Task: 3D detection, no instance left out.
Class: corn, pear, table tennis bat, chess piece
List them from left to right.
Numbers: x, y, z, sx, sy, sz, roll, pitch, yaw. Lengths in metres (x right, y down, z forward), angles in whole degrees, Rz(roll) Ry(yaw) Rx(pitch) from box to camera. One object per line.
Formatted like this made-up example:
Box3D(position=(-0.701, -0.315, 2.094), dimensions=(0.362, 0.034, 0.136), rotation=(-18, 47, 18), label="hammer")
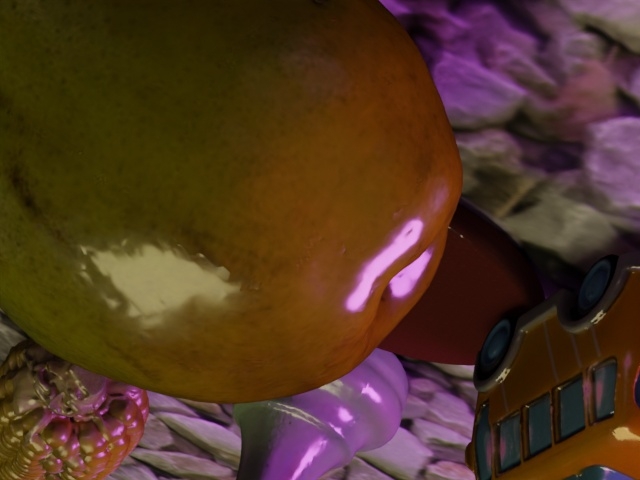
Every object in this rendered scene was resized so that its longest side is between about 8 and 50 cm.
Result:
Box3D(position=(-0.228, 0.159, 1.583), dimensions=(0.130, 0.130, 0.347), rotation=(29, 155, -6), label="corn")
Box3D(position=(-0.079, -0.051, 0.981), dimensions=(0.307, 0.253, 0.253), rotation=(30, 152, 6), label="pear")
Box3D(position=(-0.042, 0.189, 1.325), dimensions=(0.139, 0.271, 0.139), rotation=(18, 150, 11), label="chess piece")
Box3D(position=(0.000, 0.000, 1.217), dimensions=(0.310, 0.038, 0.200), rotation=(27, 150, -4), label="table tennis bat")

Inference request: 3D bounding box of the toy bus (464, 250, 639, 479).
Box3D(position=(0.175, 0.107, 1.130), dimensions=(0.126, 0.136, 0.209), rotation=(25, 148, -18), label="toy bus")
